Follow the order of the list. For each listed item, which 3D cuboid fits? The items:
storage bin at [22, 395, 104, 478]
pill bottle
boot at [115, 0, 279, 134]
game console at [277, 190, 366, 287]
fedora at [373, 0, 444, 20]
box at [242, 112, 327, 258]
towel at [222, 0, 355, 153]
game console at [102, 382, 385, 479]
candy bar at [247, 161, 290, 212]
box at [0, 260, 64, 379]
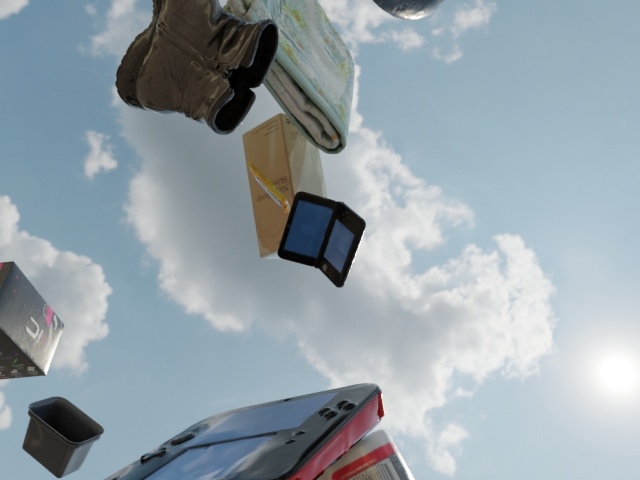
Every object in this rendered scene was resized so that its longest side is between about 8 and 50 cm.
[{"bbox_3d":[-0.486,0.370,1.045,0.135,0.098,0.091,28,-81,19],"label":"storage bin"},{"bbox_3d":[0.105,0.483,0.879,0.176,0.176,0.318,-46,-118,34],"label":"pill bottle"},{"bbox_3d":[-0.149,-0.326,0.826,0.223,0.118,0.338,17,-89,28],"label":"boot"},{"bbox_3d":[0.000,0.000,1.019,0.124,0.085,0.144,44,-55,44],"label":"game console"},{"bbox_3d":[0.044,-0.413,0.615,0.153,0.334,0.333,13,-66,40],"label":"fedora"},{"bbox_3d":[-0.076,-0.120,1.310,0.148,0.121,0.311,-21,-106,39],"label":"box"},{"bbox_3d":[-0.041,-0.408,1.176,0.090,0.320,0.374,-17,-48,29],"label":"towel"},{"bbox_3d":[-0.121,0.303,0.815,0.387,0.342,0.060,-20,-98,27],"label":"game console"},{"bbox_3d":[-0.107,-0.111,1.155,0.161,0.018,0.040,49,-15,37],"label":"candy bar"},{"bbox_3d":[-0.771,0.200,1.358,0.143,0.165,0.270,-6,-43,4],"label":"box"}]
